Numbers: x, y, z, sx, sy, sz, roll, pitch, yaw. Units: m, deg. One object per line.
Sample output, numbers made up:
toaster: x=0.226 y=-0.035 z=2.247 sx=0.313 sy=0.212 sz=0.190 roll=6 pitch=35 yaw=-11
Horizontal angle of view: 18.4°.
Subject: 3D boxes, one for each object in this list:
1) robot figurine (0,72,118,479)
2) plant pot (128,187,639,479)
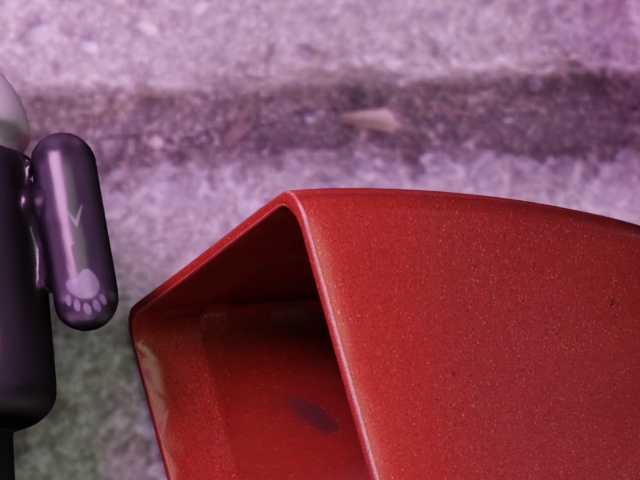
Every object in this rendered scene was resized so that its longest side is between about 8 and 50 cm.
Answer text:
robot figurine: x=-0.235 y=0.023 z=1.096 sx=0.209 sy=0.173 sz=0.278 roll=-2 pitch=77 yaw=-24
plant pot: x=0.070 y=0.114 z=1.107 sx=0.236 sy=0.267 sz=0.267 roll=-11 pitch=79 yaw=-27
